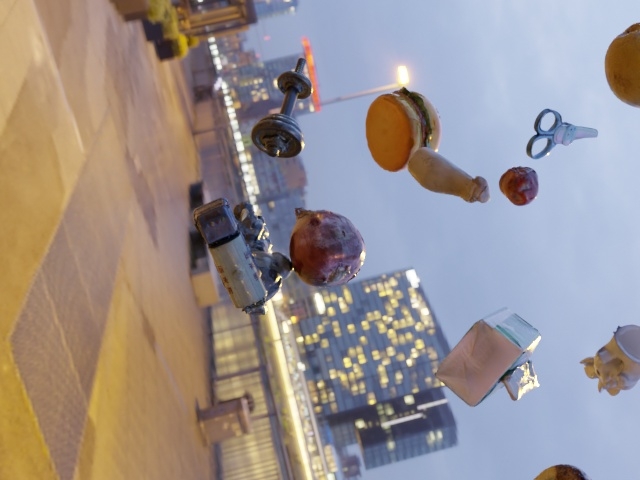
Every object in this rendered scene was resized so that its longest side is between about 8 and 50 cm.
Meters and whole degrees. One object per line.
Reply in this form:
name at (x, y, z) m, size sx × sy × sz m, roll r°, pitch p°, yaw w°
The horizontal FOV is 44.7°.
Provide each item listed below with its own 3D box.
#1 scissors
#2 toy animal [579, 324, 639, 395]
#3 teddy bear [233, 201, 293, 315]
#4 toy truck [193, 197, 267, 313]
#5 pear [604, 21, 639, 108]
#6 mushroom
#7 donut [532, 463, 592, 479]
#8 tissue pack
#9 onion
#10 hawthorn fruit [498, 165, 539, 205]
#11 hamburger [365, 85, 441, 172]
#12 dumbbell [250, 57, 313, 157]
scissors at (0.600, -0.263, 1.911) m, size 0.030 × 0.256 × 0.125 m, roll 36°, pitch -57°, yaw 43°
toy animal at (0.610, 0.276, 1.642) m, size 0.104 × 0.131 × 0.220 m, roll 36°, pitch -36°, yaw 14°
teddy bear at (-0.134, 0.064, 1.647) m, size 0.171 × 0.144 × 0.251 m, roll 83°, pitch -13°, yaw -51°
toy truck at (-0.155, 0.031, 1.350) m, size 0.088 × 0.074 × 0.201 m, roll -121°, pitch -172°, yaw -73°
pear at (0.812, -0.443, 1.939) m, size 0.209 × 0.209 × 0.208 m, roll 166°, pitch -90°, yaw -86°
mushroom at (0.318, -0.149, 1.934) m, size 0.225 × 0.093 × 0.116 m, roll 41°, pitch -16°, yaw 33°
donut at (0.498, 0.541, 1.616) m, size 0.073 × 0.166 × 0.184 m, roll 58°, pitch 44°, yaw -18°
tissue pack at (0.342, 0.232, 1.478) m, size 0.156 × 0.148 × 0.209 m, roll 40°, pitch 17°, yaw 20°
onion at (0.000, 0.000, 1.595) m, size 0.159 × 0.160 × 0.195 m, roll 84°, pitch -20°, yaw -60°
hawthorn fruit at (0.437, -0.117, 1.705) m, size 0.093 × 0.093 × 0.093 m, roll 166°, pitch -90°, yaw -86°
hamburger at (0.248, -0.312, 2.197) m, size 0.246 × 0.170 × 0.246 m, roll 28°, pitch -55°, yaw 51°
dumbbell at (-0.066, -0.277, 1.608) m, size 0.110 × 0.110 × 0.254 m, roll 84°, pitch 19°, yaw -59°
